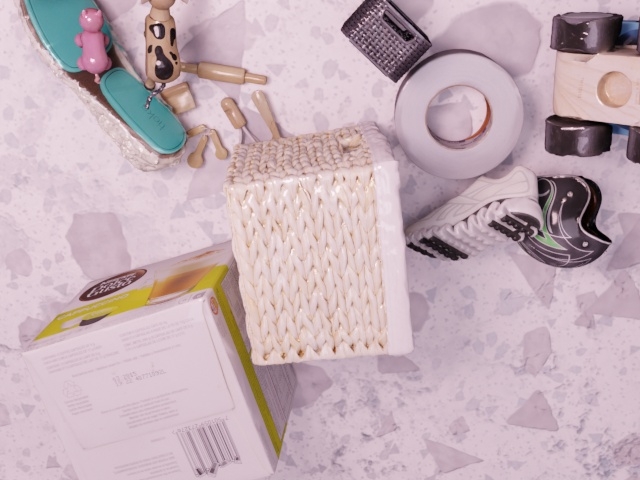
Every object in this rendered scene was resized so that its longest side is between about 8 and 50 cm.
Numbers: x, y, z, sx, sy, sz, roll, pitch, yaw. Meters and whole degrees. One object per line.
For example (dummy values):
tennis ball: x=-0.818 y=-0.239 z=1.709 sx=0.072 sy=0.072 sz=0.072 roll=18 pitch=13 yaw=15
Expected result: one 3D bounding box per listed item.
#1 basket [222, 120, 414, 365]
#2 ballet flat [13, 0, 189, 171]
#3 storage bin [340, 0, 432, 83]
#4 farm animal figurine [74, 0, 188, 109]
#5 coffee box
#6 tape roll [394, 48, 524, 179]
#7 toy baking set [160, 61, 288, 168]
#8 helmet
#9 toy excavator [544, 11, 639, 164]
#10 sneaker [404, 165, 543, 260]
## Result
basket: x=0.000 y=0.000 z=1.345 sx=0.267 sy=0.328 sz=0.331 roll=-8 pitch=109 yaw=1
ballet flat: x=-0.396 y=-0.280 z=1.393 sx=0.147 sy=0.147 sz=0.409 roll=-33 pitch=100 yaw=15
storage bin: x=0.106 y=-0.337 z=1.307 sx=0.122 sy=0.180 sz=0.084 roll=41 pitch=107 yaw=-10
farm animal figurine: x=-0.317 y=-0.428 z=1.259 sx=0.330 sy=0.172 sz=0.326 roll=32 pitch=79 yaw=-16
coffee box: x=-0.266 y=0.233 z=1.460 sx=0.338 sy=0.334 sz=0.338 roll=-16 pitch=106 yaw=10
tape roll: x=0.238 y=-0.220 z=1.398 sx=0.219 sy=0.072 sz=0.219 roll=1 pitch=110 yaw=3
toy baking set: x=-0.167 y=-0.221 z=1.453 sx=0.256 sy=0.030 sz=0.196 roll=5 pitch=113 yaw=3
helmet: x=0.421 y=-0.032 z=1.403 sx=0.170 sy=0.169 sz=0.161 roll=0 pitch=92 yaw=4
toy excavator: x=0.640 y=-0.268 z=1.289 sx=0.433 sy=0.445 sz=0.222 roll=17 pitch=119 yaw=43
sneaker: x=0.266 y=-0.043 z=1.416 sx=0.110 sy=0.118 sz=0.292 roll=29 pitch=148 yaw=-33
